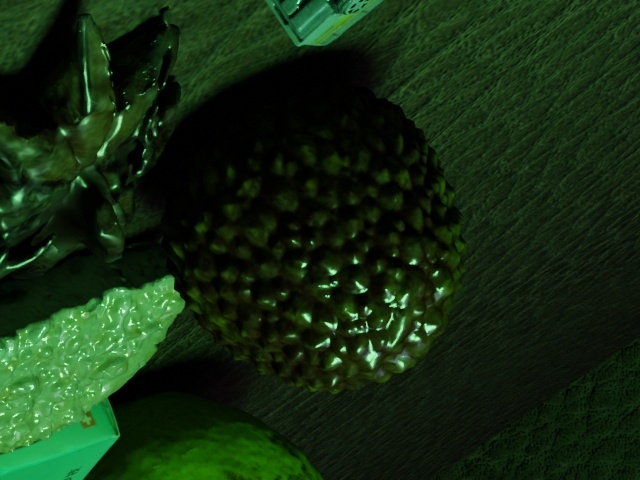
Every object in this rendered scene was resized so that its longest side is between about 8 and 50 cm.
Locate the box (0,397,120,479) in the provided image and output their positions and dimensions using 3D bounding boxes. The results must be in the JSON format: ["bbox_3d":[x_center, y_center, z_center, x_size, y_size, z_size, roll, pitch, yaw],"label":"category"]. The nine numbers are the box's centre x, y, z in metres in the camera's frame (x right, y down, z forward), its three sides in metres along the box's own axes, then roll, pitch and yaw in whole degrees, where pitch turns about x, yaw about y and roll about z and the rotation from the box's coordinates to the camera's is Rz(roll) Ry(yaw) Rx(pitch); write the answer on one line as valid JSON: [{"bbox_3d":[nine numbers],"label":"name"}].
[{"bbox_3d":[-0.357,0.212,1.618,0.311,0.118,0.205,-16,156,-40],"label":"box"}]

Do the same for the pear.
[{"bbox_3d":[-0.173,0.355,1.879,0.391,0.391,0.391,-28,162,-10],"label":"pear"}]

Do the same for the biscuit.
[{"bbox_3d":[-0.240,0.100,1.512,0.281,0.084,0.179,-20,144,-39],"label":"biscuit"}]

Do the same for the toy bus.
[{"bbox_3d":[0.049,-0.206,1.232,0.190,0.064,0.075,-37,167,18],"label":"toy bus"}]

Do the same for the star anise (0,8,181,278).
[{"bbox_3d":[-0.170,-0.036,1.224,0.272,0.102,0.272,-42,163,-16],"label":"star anise"}]

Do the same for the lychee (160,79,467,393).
[{"bbox_3d":[0.000,0.000,1.418,0.236,0.271,0.236,-21,132,-25],"label":"lychee"}]
